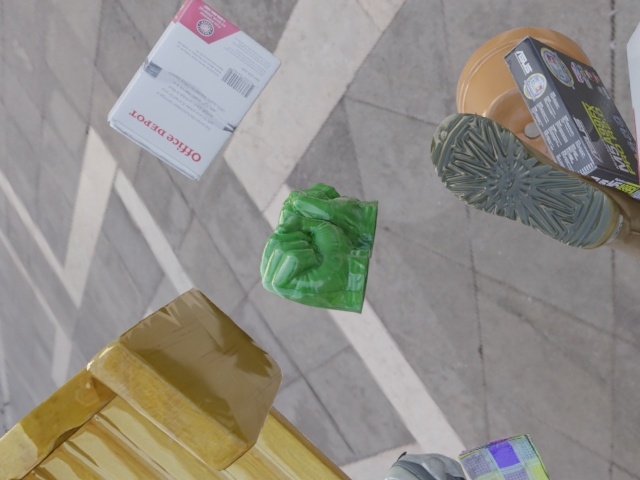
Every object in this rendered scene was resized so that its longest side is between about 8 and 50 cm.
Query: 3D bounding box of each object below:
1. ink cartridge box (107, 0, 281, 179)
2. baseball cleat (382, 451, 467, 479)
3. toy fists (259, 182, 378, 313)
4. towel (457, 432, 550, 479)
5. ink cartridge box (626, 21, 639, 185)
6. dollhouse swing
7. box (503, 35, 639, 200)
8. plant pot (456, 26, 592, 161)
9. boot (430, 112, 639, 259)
[{"bbox_3d":[-0.187,-0.222,1.137,0.158,0.218,0.092,34,-174,-22],"label":"ink cartridge box"},{"bbox_3d":[0.180,0.338,0.976,0.205,0.109,0.072,35,131,15],"label":"baseball cleat"},{"bbox_3d":[0.000,0.000,1.056,0.142,0.279,0.096,6,118,5],"label":"toy fists"},{"bbox_3d":[0.195,0.242,0.827,0.083,0.009,0.060,-24,95,25],"label":"towel"},{"bbox_3d":[0.646,-0.191,1.056,0.160,0.384,0.279,96,180,-64],"label":"ink cartridge box"},{"bbox_3d":[-0.142,0.271,0.606,0.305,0.347,0.315,49,-175,-2],"label":"dollhouse swing"},{"bbox_3d":[0.437,-0.197,1.292,0.060,0.216,0.270,-40,55,37],"label":"box"},{"bbox_3d":[0.422,-0.262,1.567,0.290,0.203,0.291,4,121,7],"label":"plant pot"},{"bbox_3d":[0.276,-0.048,0.889,0.236,0.269,0.089,41,111,32],"label":"boot"}]
